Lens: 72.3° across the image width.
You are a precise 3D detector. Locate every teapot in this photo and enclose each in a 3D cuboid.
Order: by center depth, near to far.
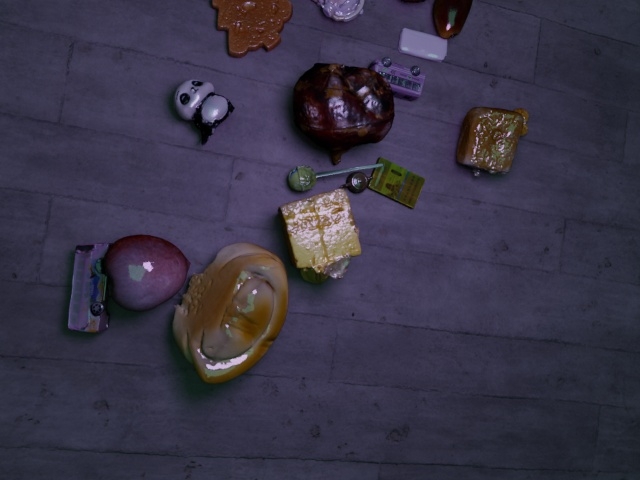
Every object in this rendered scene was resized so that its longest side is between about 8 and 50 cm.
[{"bbox_3d":[0.127,-0.205,1.547,0.121,0.068,0.076,-16,93,-12],"label":"teapot"}]

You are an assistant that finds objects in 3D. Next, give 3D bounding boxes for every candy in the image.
[{"bbox_3d":[0.055,-0.233,1.502,0.335,0.093,0.092,-10,90,-4],"label":"candy"}]

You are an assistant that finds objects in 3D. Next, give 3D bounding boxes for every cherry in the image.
[{"bbox_3d":[-0.521,0.094,1.330,0.239,0.206,0.239,1,84,-9],"label":"cherry"}]

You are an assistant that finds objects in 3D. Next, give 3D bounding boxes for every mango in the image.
[{"bbox_3d":[0.488,-0.871,1.617,0.133,0.111,0.268,17,77,7],"label":"mango"}]

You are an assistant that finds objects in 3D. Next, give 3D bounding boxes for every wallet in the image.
[{"bbox_3d":[0.383,-0.724,1.630,0.190,0.033,0.095,11,89,-12],"label":"wallet"}]

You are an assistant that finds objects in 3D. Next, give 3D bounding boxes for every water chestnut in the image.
[{"bbox_3d":[0.073,-0.401,1.441,0.335,0.335,0.347,-3,120,-13],"label":"water chestnut"}]

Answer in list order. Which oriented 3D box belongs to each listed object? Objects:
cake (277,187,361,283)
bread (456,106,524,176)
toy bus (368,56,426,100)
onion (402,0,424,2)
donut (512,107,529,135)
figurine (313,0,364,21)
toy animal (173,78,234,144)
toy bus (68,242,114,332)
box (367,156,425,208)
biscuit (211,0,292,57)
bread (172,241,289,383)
[{"bbox_3d":[0.000,0.000,1.438,0.222,0.227,0.286,-16,91,-8],"label":"cake"},{"bbox_3d":[0.604,-0.356,1.605,0.195,0.176,0.246,11,102,-2],"label":"bread"},{"bbox_3d":[0.267,-0.574,1.571,0.198,0.096,0.108,10,91,-15],"label":"toy bus"},{"bbox_3d":[0.334,-0.968,1.529,0.252,0.219,0.252,2,80,-10],"label":"onion"},{"bbox_3d":[0.760,-0.457,1.704,0.097,0.043,0.108,9,88,-13],"label":"donut"},{"bbox_3d":[0.050,-0.852,1.502,0.236,0.141,0.163,29,88,-11],"label":"figurine"},{"bbox_3d":[-0.388,-0.424,1.401,0.179,0.138,0.166,42,65,-14],"label":"toy animal"},{"bbox_3d":[-0.698,0.141,1.351,0.112,0.090,0.274,5,87,-4],"label":"toy bus"},{"bbox_3d":[0.276,-0.209,1.600,0.193,0.030,0.121,24,84,-11],"label":"box"},{"bbox_3d":[-0.252,-0.780,1.485,0.284,0.043,0.306,-40,95,-9],"label":"biscuit"},{"bbox_3d":[-0.273,0.212,1.363,0.329,0.245,0.424,32,87,-10],"label":"bread"}]
